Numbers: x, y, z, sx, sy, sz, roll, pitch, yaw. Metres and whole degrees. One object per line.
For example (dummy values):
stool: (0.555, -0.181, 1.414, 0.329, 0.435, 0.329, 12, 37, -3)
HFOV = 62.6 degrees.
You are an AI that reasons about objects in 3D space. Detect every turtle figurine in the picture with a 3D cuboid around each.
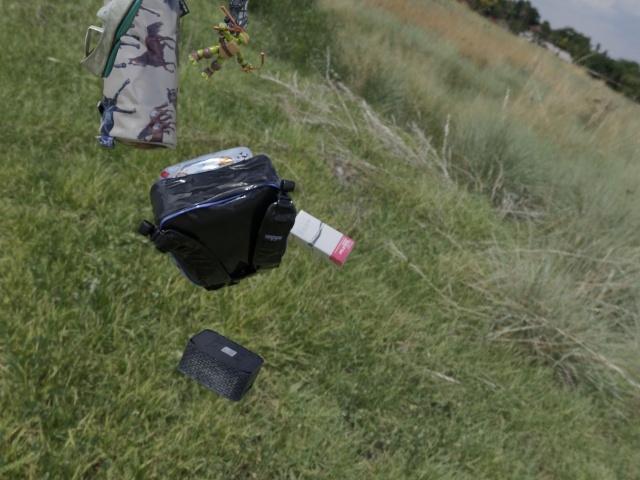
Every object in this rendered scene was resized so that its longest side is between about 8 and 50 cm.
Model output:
turtle figurine: (-0.322, -0.636, 1.734, 0.087, 0.217, 0.269, 66, 9, 29)

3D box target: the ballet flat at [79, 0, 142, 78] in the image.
ballet flat: (-0.326, -0.323, 0.806, 0.052, 0.168, 0.057, 30, 33, -18)

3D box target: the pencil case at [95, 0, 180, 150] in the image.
pencil case: (-0.396, -0.402, 1.127, 0.183, 0.410, 0.160, 4, 13, -2)

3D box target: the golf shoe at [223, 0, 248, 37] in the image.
golf shoe: (-0.320, -0.900, 2.084, 0.077, 0.198, 0.094, 25, 3, 23)

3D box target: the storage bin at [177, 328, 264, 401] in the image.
storage bin: (-0.249, 0.310, 1.325, 0.180, 0.084, 0.122, 26, 11, 9)

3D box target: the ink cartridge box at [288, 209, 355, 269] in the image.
ink cartridge box: (0.000, 0.000, 1.984, 0.237, 0.100, 0.172, 31, -11, 4)

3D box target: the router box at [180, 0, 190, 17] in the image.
router box: (-0.482, -0.754, 1.656, 0.092, 0.122, 0.038, -36, 47, -10)

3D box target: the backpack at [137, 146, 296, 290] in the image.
backpack: (-0.188, -0.033, 1.025, 0.276, 0.263, 0.213, -14, 49, -8)
